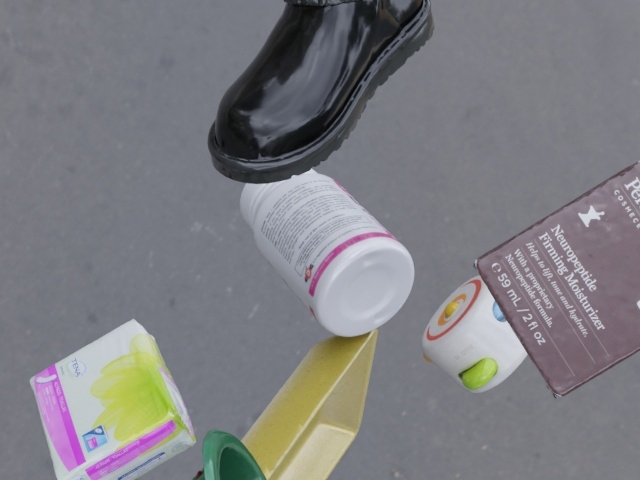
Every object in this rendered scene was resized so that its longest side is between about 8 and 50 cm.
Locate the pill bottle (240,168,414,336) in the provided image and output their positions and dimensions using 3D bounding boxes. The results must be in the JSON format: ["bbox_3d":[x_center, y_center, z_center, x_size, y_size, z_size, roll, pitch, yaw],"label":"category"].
[{"bbox_3d":[0.000,0.000,1.590,0.160,0.160,0.283,0,31,-34],"label":"pill bottle"}]

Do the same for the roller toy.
[{"bbox_3d":[0.282,0.164,1.951,0.146,0.209,0.191,41,84,-9],"label":"roller toy"}]

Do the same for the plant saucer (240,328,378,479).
[{"bbox_3d":[-0.043,0.313,1.618,0.081,0.333,0.332,27,55,16],"label":"plant saucer"}]

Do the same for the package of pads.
[{"bbox_3d":[-0.356,0.284,1.840,0.229,0.101,0.296,-30,38,-7],"label":"package of pads"}]

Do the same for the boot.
[{"bbox_3d":[-0.016,-0.250,1.083,0.131,0.260,0.348,20,56,30],"label":"boot"}]

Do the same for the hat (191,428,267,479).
[{"bbox_3d":[-0.134,0.283,0.960,0.208,0.184,0.173,55,15,-56],"label":"hat"}]

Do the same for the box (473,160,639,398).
[{"bbox_3d":[0.292,0.044,1.160,0.168,0.203,0.167,59,6,9],"label":"box"}]
